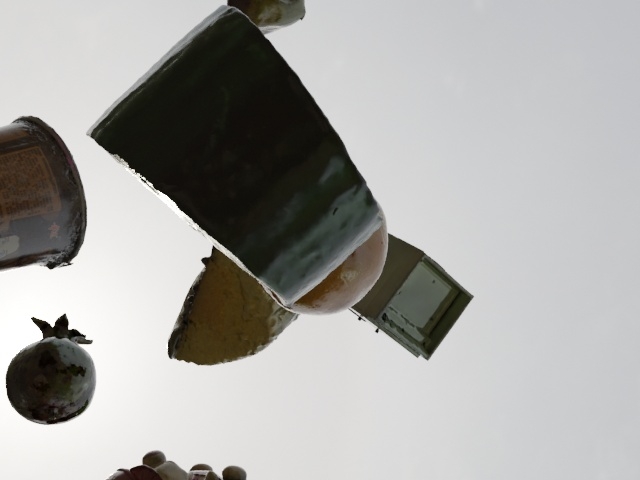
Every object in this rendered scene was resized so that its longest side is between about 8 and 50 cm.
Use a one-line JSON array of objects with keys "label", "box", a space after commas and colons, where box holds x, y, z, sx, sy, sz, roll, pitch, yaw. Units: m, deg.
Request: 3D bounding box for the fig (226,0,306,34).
[{"label": "fig", "box": [-0.114, -0.501, 1.737, 0.166, 0.154, 0.144, -2, -128, -7]}]

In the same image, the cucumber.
[{"label": "cucumber", "box": [-0.053, -0.057, 0.571, 0.130, 0.191, 0.191, -46, -124, -3]}]

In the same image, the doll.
[{"label": "doll", "box": [-0.269, 0.450, 1.461, 0.196, 0.256, 0.152, -54, -135, 33]}]

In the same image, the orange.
[{"label": "orange", "box": [0.000, 0.000, 0.850, 0.124, 0.156, 0.156, -21, -111, 49]}]

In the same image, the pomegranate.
[{"label": "pomegranate", "box": [-0.411, 0.202, 1.296, 0.149, 0.148, 0.169, -14, -130, 34]}]

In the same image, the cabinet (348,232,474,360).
[{"label": "cabinet", "box": [0.120, 0.084, 1.414, 0.150, 0.145, 0.206, -53, -148, -3]}]

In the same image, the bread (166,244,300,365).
[{"label": "bread", "box": [-0.096, 0.071, 1.225, 0.163, 0.204, 0.262, 31, -60, 10]}]

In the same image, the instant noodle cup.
[{"label": "instant noodle cup", "box": [-0.450, -0.042, 1.082, 0.217, 0.207, 0.217, 15, -66, 38]}]
